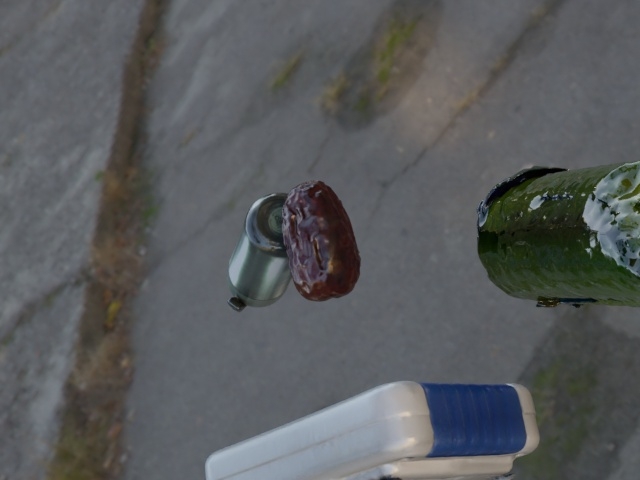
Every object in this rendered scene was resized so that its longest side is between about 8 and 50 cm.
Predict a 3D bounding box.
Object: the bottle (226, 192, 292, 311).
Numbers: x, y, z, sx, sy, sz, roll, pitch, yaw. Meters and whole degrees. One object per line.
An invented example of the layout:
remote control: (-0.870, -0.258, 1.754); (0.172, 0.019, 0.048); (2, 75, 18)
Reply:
bottle: (-0.067, 0.023, 1.476); (0.096, 0.079, 0.253); (-52, -3, -19)

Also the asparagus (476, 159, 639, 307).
asparagus: (0.238, -0.005, 0.983); (0.382, 0.108, 0.128); (178, 89, -75)

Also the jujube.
jujube: (0.000, 0.000, 1.329); (0.077, 0.077, 0.129); (-23, 74, 50)

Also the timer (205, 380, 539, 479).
timer: (0.040, 0.183, 1.035); (0.253, 0.178, 0.078); (-28, 65, 44)
